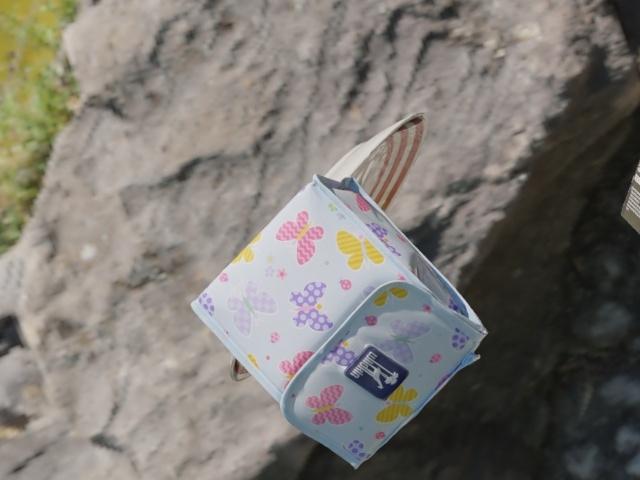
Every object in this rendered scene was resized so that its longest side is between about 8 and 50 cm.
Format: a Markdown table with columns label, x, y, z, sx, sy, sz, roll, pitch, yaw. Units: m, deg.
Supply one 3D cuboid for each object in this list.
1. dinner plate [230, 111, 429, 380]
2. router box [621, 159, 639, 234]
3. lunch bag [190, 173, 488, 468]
| label | x | y | z | sx | sy | sz | roll | pitch | yaw |
| --- | --- | --- | --- | --- | --- | --- | --- | --- | --- |
| dinner plate | 0.000 | 0.000 | 0.697 | 0.017 | 0.141 | 0.141 | 36 | 128 | 9 |
| router box | 0.198 | -0.005 | 0.753 | 0.092 | 0.122 | 0.038 | 18 | 100 | -3 |
| lunch bag | 0.009 | 0.028 | 0.573 | 0.071 | 0.053 | 0.083 | -45 | 78 | 15 |
